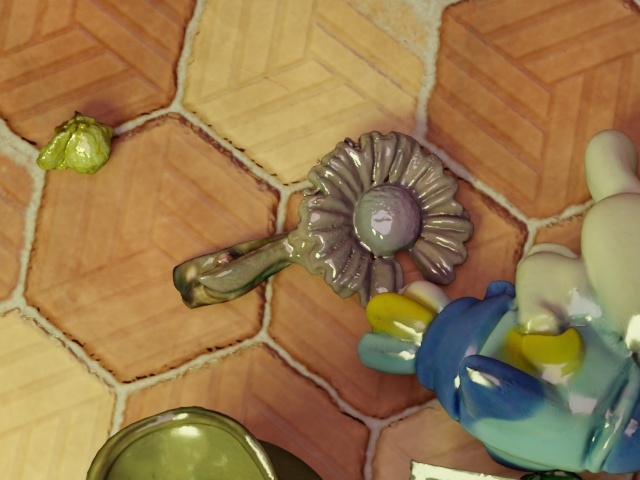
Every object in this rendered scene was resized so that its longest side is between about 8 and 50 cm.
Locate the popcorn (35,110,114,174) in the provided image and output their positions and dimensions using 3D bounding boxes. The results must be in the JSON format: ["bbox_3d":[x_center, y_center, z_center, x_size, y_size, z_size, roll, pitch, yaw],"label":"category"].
[{"bbox_3d":[-0.246,-0.095,1.920,0.083,0.059,0.068,-16,34,-33],"label":"popcorn"}]

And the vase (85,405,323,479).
[{"bbox_3d":[-0.081,0.325,1.687,0.241,0.302,0.329,-15,76,-1],"label":"vase"}]

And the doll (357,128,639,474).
[{"bbox_3d":[0.239,0.095,1.762,0.365,0.376,0.187,-29,120,-4],"label":"doll"}]

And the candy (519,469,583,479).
[{"bbox_3d":[0.222,0.375,1.776,0.097,0.097,0.323,-3,83,3],"label":"candy"}]

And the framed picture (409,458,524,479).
[{"bbox_3d":[0.176,0.361,1.748,0.231,0.018,0.293,9,96,15],"label":"framed picture"}]

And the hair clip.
[{"bbox_3d":[-0.002,0.000,1.878,0.300,0.069,0.173,-20,86,-1],"label":"hair clip"}]
